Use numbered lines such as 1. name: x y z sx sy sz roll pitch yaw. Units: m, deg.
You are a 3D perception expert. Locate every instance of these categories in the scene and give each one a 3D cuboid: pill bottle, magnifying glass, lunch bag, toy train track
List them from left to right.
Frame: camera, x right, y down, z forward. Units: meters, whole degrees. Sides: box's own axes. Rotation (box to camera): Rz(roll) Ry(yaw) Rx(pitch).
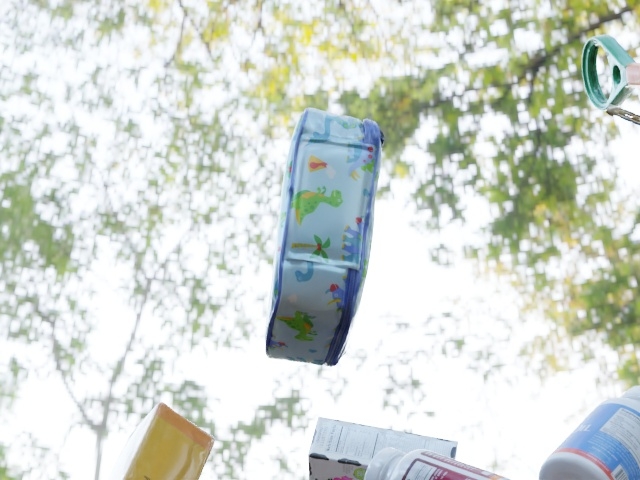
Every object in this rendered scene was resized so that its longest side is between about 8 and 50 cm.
1. lunch bag: 0.000 0.000 1.231 0.090 0.219 0.176 9 -27 -4
2. pill bottle: 0.123 0.263 1.336 0.152 0.086 0.086 14 -32 37
3. pill bottle: 0.409 0.296 1.831 0.124 0.221 0.124 22 -52 32
4. magnifying glass: 0.359 -0.195 1.543 0.026 0.231 0.092 -9 -80 -7
5. toy train track: 0.345 -0.124 1.402 0.083 0.048 0.014 24 -21 14

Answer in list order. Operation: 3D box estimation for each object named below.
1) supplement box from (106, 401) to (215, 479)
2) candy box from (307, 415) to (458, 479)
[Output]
1. supplement box: -0.183 0.272 1.318 0.078 0.233 0.080 38 -58 -11
2. candy box: 0.084 0.331 1.812 0.196 0.070 0.164 8 -42 9
